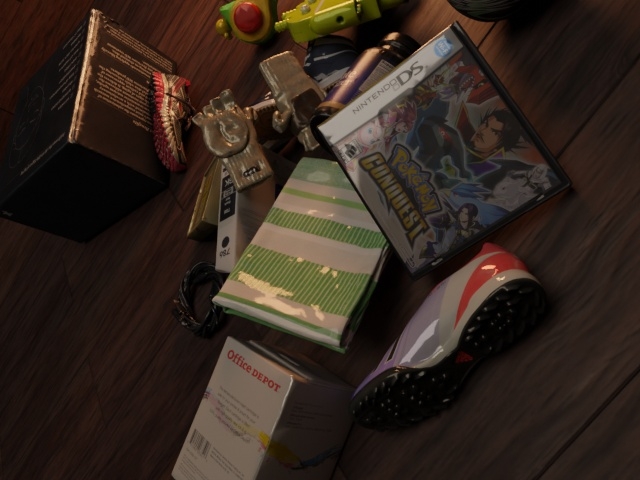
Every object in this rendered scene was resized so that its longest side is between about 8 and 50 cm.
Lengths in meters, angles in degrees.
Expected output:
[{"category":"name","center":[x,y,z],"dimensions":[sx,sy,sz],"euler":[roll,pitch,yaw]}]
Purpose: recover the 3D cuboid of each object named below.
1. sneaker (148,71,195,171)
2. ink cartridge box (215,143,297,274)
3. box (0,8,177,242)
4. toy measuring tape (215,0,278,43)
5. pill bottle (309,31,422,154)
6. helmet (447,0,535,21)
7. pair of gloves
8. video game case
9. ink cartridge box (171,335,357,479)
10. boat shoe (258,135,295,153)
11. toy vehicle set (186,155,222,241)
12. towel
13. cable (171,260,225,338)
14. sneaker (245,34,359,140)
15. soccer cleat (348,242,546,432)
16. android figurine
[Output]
[{"category":"sneaker","center":[-0.395,-0.329,1.460],"dimensions":[0.121,0.112,0.299],"euler":[-40,57,57]},{"category":"ink cartridge box","center":[-0.110,-0.021,1.000],"dimensions":[0.065,0.165,0.333],"euler":[-24,55,36]},{"category":"box","center":[-0.697,-0.317,1.602],"dimensions":[0.479,0.297,0.472],"euler":[-24,55,34]},{"category":"toy measuring tape","center":[-0.106,-0.560,1.304],"dimensions":[0.330,0.121,0.121],"euler":[-16,60,18]},{"category":"pill bottle","center":[0.088,-0.246,0.914],"dimensions":[0.122,0.123,0.219],"euler":[14,61,46]},{"category":"helmet","center":[0.266,-0.421,0.824],"dimensions":[0.161,0.169,0.169],"euler":[-27,53,13]},{"category":"pair of gloves","center":[-0.096,-0.217,0.981],"dimensions":[0.240,0.042,0.204],"euler":[-34,75,-6]},{"category":"video game case","center":[0.163,-0.122,0.761],"dimensions":[0.248,0.035,0.275],"euler":[-34,80,17]},{"category":"ink cartridge box","center":[-0.079,0.294,0.823],"dimensions":[0.171,0.168,0.233],"euler":[19,86,46]},{"category":"boat shoe","center":[-0.105,-0.215,1.158],"dimensions":[0.183,0.083,0.065],"euler":[-39,84,-7]},{"category":"toy vehicle set","center":[-0.238,-0.095,1.166],"dimensions":[0.267,0.035,0.166],"euler":[162,123,-69]},{"category":"towel","center":[0.000,0.000,0.856],"dimensions":[0.247,0.038,0.325],"euler":[13,59,28]},{"category":"cable","center":[-0.254,0.127,1.165],"dimensions":[0.184,0.047,0.151],"euler":[28,87,49]},{"category":"sneaker","center":[-0.043,-0.313,1.086],"dimensions":[0.282,0.099,0.153],"euler":[-19,59,14]},{"category":"soccer cleat","center":[0.156,0.138,0.733],"dimensions":[0.318,0.108,0.116],"euler":[-48,25,20]},{"category":"android figurine","center":[0.041,-0.464,1.057],"dimensions":[0.272,0.056,0.248],"euler":[-8,38,22]}]
